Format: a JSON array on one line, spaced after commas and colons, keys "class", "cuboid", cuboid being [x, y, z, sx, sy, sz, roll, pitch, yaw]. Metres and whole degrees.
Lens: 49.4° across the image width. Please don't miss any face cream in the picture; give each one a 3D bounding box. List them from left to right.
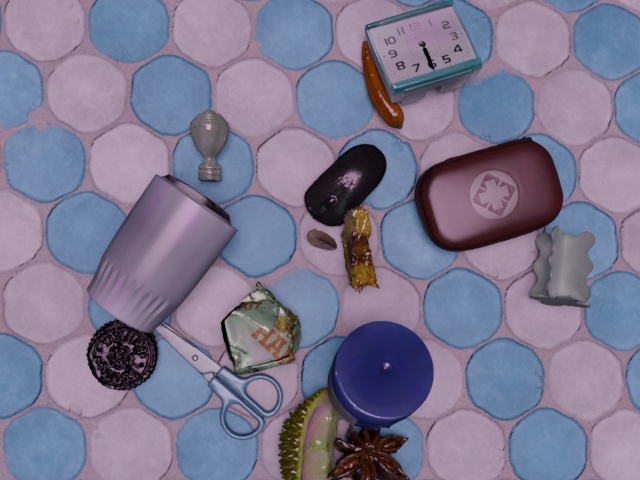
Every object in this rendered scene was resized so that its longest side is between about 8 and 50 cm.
[{"class": "face cream", "cuboid": [0.147, 0.352, 1.788, 0.249, 0.225, 0.248, 2, 69, -5]}]

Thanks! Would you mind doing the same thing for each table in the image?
[{"class": "table", "cuboid": [0.660, 0.071, 1.896, 0.167, 0.166, 0.198, 10, 78, -3]}]

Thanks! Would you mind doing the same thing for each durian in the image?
[{"class": "durian", "cuboid": [-0.024, 0.566, 1.829, 0.169, 0.158, 0.351, 4, 83, -15]}]

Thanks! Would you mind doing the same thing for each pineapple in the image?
[{"class": "pineapple", "cuboid": [0.103, 0.017, 1.878, 0.080, 0.135, 0.232, -4, 96, -12]}]

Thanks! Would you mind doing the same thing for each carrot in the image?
[{"class": "carrot", "cuboid": [0.159, -0.429, 1.939, 0.066, 0.062, 0.271, -30, 84, 27]}]

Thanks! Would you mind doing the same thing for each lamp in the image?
[{"class": "lamp", "cuboid": [-0.302, -0.256, 1.885, 0.106, 0.106, 0.192, 2, 96, -3]}]

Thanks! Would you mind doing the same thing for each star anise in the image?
[{"class": "star anise", "cuboid": [0.129, 0.590, 1.845, 0.220, 0.099, 0.214, 22, 62, -9]}]

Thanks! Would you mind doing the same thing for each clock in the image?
[{"class": "clock", "cuboid": [0.277, -0.512, 1.915, 0.263, 0.116, 0.231, -18, 73, -7]}]

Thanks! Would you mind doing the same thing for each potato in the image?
[{"class": "potato", "cuboid": [0.000, -0.001, 1.919, 0.093, 0.036, 0.037, 26, 48, -19]}]

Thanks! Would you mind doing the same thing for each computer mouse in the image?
[{"class": "computer mouse", "cuboid": [0.074, -0.158, 1.904, 0.137, 0.086, 0.269, 43, 87, 0]}]

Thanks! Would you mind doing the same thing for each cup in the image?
[{"class": "cup", "cuboid": [-0.409, 0.030, 1.788, 0.253, 0.253, 0.371, 35, 89, -1]}]

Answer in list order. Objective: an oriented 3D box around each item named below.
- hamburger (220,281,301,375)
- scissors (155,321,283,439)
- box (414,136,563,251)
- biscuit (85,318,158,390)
[{"class": "hamburger", "cuboid": [-0.161, 0.232, 1.853, 0.214, 0.125, 0.235, -15, 81, -19]}, {"class": "scissors", "cuboid": [-0.307, 0.344, 1.881, 0.447, 0.029, 0.192, 41, 85, 0]}, {"class": "box", "cuboid": [0.464, -0.123, 1.911, 0.404, 0.108, 0.263, -17, 88, -3]}, {"class": "biscuit", "cuboid": [-0.529, 0.304, 1.860, 0.195, 0.053, 0.194, 0, 87, -4]}]
